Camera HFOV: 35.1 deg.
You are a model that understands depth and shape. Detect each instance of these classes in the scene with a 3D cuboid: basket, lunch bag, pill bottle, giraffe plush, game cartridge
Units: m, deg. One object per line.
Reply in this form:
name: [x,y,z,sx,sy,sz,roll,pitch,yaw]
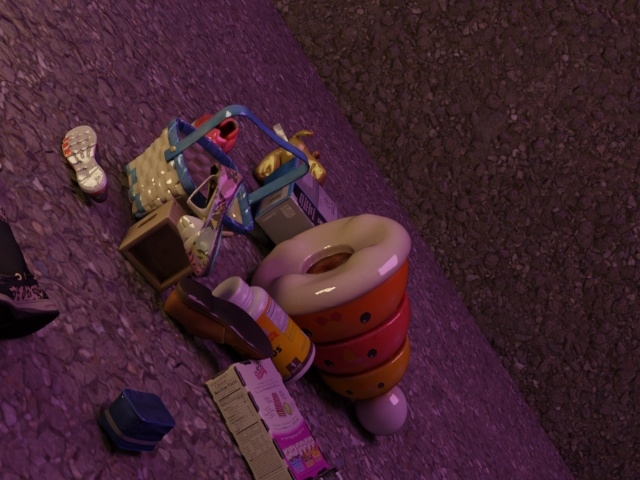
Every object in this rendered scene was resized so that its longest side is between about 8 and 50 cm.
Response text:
basket: [-0.191,-0.119,1.874,0.254,0.289,0.201,34,28,-50]
lunch bag: [-0.256,0.255,1.415,0.067,0.065,0.098,49,11,32]
pill bottle: [-0.114,0.167,1.881,0.215,0.117,0.117,49,19,-26]
giraffe plush: [-0.062,-0.176,2.584,0.170,0.181,0.210,45,35,-71]
game cartridge: [-0.150,-0.027,2.310,0.083,0.017,0.056,42,26,-42]

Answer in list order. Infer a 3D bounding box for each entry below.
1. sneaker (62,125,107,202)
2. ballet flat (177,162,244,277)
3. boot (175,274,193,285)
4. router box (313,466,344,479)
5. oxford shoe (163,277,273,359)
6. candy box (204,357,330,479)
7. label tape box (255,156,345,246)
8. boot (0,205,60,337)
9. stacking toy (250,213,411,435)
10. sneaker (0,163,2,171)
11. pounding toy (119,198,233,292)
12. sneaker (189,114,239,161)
sneaker: [-0.401,-0.127,1.737,0.065,0.061,0.158,82,-10,-56]
ballet flat: [-0.193,-0.039,1.695,0.079,0.077,0.222,29,54,-17]
boot: [-0.238,0.059,1.875,0.106,0.037,0.114,65,13,16]
router box: [-0.027,0.426,1.657,0.038,0.122,0.092,56,15,10]
oxford shoe: [-0.176,0.149,1.758,0.212,0.076,0.076,36,24,-13]
candy box: [-0.090,0.321,1.753,0.233,0.071,0.159,61,17,11]
label tape box: [0.000,0.000,2.387,0.348,0.115,0.249,50,18,-19]
boot: [-0.438,0.030,1.270,0.179,0.085,0.236,60,10,15]
stacking toy: [0.088,0.216,2.153,0.351,0.350,0.480,-84,154,-64]
sneaker: [-0.500,-0.137,1.464,0.109,0.043,0.040,48,17,-35]
pounding toy: [-0.247,0.002,1.757,0.130,0.141,0.100,51,18,-23]
sneaker: [-0.226,-0.224,2.234,0.116,0.136,0.314,55,17,-13]
